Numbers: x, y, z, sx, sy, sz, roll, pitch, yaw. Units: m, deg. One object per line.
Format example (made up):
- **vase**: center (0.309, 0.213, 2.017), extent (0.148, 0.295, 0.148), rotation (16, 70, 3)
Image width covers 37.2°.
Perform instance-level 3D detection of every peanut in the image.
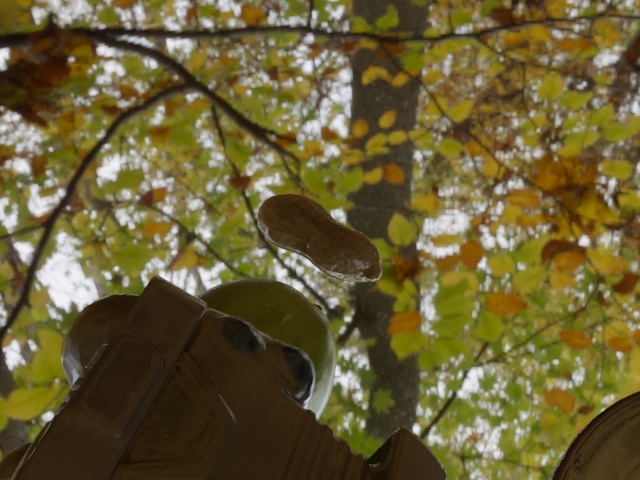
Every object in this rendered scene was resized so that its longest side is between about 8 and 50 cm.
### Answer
- **peanut**: center (0.000, 0.000, 0.566), extent (0.083, 0.037, 0.037), rotation (36, -127, 7)

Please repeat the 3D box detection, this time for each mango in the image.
- **mango**: center (-0.109, 0.153, 0.785), extent (0.293, 0.175, 0.143), rotation (-42, -123, -1)

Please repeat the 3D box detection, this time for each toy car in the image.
- **toy car**: center (-0.112, 0.211, 0.540), extent (0.226, 0.336, 0.242), rotation (30, -146, -5)

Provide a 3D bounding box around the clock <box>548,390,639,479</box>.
- **clock**: center (0.326, 0.263, 0.749), extent (0.319, 0.080, 0.318), rotation (3, -113, -6)
